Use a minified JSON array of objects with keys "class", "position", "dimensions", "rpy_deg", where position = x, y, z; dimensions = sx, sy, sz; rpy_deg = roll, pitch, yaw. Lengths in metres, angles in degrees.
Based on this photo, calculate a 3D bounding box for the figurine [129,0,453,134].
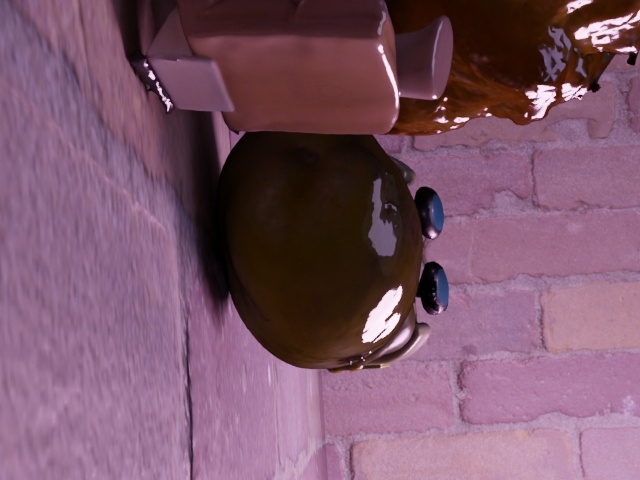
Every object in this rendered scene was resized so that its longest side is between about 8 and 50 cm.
[{"class":"figurine","position":[-0.016,-0.171,0.469],"dimensions":[0.162,0.141,0.237],"rpy_deg":[65,20,-67]}]

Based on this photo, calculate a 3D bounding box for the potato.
[{"class":"potato","position":[-0.004,0.002,0.660],"dimensions":[0.137,0.154,0.200],"rpy_deg":[-45,163,-22]}]

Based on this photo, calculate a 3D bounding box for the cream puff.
[{"class":"cream puff","position":[0.101,-0.169,0.577],"dimensions":[0.269,0.154,0.241],"rpy_deg":[19,-92,64]}]

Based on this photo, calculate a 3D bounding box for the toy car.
[{"class":"toy car","position":[0.015,0.020,1.052],"dimensions":[0.198,0.204,0.248],"rpy_deg":[2,82,-65]}]
